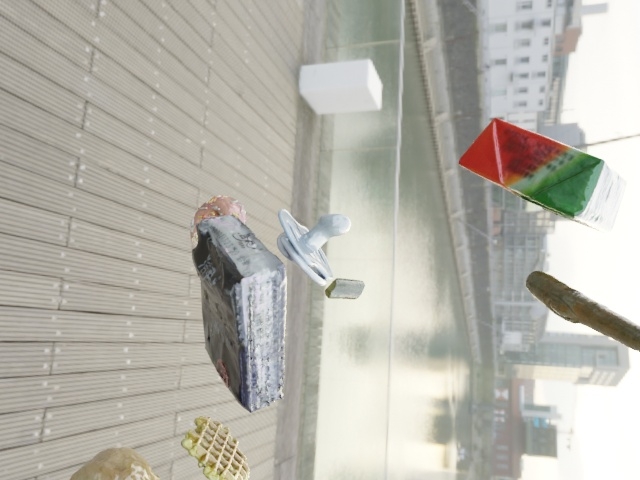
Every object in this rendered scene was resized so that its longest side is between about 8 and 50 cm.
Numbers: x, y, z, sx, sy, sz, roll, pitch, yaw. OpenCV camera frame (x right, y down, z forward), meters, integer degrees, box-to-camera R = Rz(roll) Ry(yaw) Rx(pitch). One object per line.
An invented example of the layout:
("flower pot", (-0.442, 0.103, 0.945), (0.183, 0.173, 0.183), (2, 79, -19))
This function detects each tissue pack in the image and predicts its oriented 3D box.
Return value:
("tissue pack", (-0.164, 0.138, 1.093), (0.123, 0.245, 0.332), (-16, 125, -30))

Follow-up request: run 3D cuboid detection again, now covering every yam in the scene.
("yam", (0.073, 0.152, 1.787), (0.146, 0.070, 0.069), (7, 81, -36))

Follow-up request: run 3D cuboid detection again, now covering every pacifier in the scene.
("pacifier", (0.000, 0.000, 1.583), (0.227, 0.207, 0.279), (60, 10, 33))

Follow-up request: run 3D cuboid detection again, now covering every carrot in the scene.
("carrot", (0.526, 0.143, 1.105), (0.342, 0.070, 0.070), (-137, -143, -62))

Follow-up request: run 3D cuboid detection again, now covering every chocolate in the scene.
("chocolate", (0.595, -0.168, 1.476), (0.360, 0.341, 0.161), (9, 111, -52))

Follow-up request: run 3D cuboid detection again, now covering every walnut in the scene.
("walnut", (-0.481, 0.649, 1.312), (0.285, 0.285, 0.296), (1, 91, -72))

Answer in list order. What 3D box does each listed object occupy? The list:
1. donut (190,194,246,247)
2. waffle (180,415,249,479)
("donut", (-0.347, -0.061, 1.901), (0.085, 0.233, 0.199), (24, 75, -49))
("waffle", (-0.352, 0.714, 1.916), (0.058, 0.281, 0.301), (-44, 161, 3))
